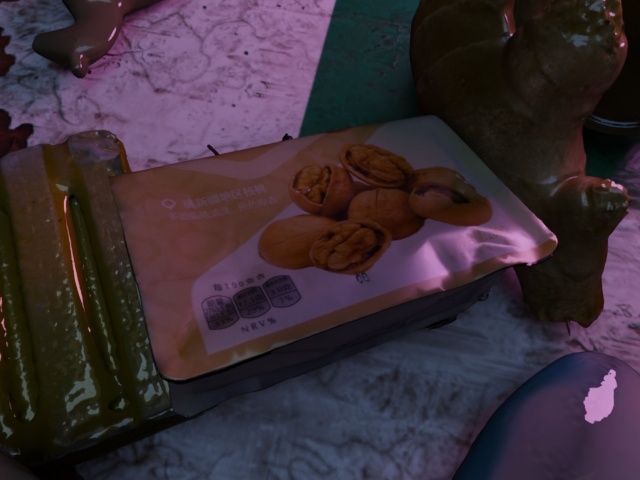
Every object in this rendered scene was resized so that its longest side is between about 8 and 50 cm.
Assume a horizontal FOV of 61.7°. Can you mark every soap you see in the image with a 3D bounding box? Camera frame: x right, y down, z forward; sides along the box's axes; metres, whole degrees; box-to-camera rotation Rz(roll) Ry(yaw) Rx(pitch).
[{"bbox_3d":[-0.252,0.055,0.533,0.200,0.091,0.314,-20,68,-9],"label":"soap"}]

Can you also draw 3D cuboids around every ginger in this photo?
[{"bbox_3d":[0.214,-0.115,0.510,0.166,0.236,0.375,-28,79,-43],"label":"ginger"}]

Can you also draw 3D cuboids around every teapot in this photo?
[{"bbox_3d":[0.343,-0.241,0.608,0.268,0.185,0.175,39,38,-5],"label":"teapot"}]

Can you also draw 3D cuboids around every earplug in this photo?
[{"bbox_3d":[0.177,0.229,0.420,0.185,0.185,0.324,34,66,13],"label":"earplug"}]

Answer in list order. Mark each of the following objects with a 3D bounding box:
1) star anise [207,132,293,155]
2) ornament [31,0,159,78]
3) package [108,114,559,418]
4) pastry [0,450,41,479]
[{"bbox_3d":[-0.066,-0.042,0.597,0.159,0.144,0.140,-26,114,-3],"label":"star anise"},{"bbox_3d":[-0.285,-0.333,0.709,0.231,0.061,0.244,-28,67,-9],"label":"ornament"},{"bbox_3d":[0.000,0.026,0.477,0.312,0.164,0.221,-16,49,-19],"label":"package"},{"bbox_3d":[-0.280,0.251,0.376,0.265,0.264,0.133,18,25,8],"label":"pastry"}]
